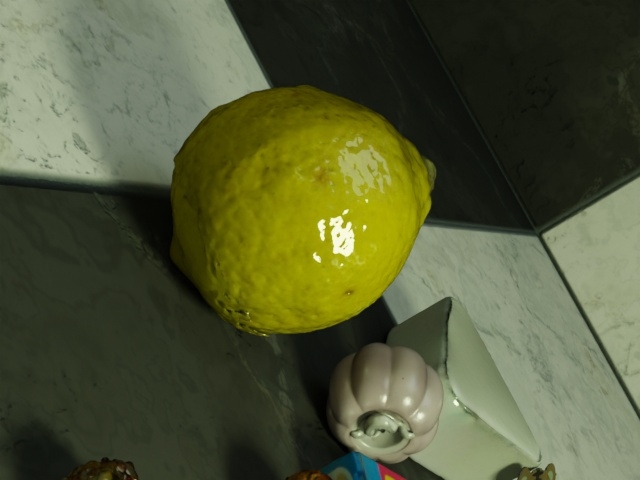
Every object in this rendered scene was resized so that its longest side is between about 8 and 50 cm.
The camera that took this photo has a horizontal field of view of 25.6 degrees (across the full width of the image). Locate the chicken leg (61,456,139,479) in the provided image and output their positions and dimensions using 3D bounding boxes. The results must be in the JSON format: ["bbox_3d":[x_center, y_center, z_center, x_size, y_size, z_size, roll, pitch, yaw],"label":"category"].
[{"bbox_3d":[-0.192,0.302,1.486,0.251,0.087,0.107,42,45,-51],"label":"chicken leg"}]

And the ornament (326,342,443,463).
[{"bbox_3d":[0.094,0.245,2.074,0.177,0.177,0.177,47,23,-27],"label":"ornament"}]

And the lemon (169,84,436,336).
[{"bbox_3d":[-0.026,-0.045,1.932,0.350,0.387,0.350,-17,90,-90],"label":"lemon"}]

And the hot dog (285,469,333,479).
[{"bbox_3d":[0.003,0.400,1.741,0.160,0.099,0.227,17,46,-60],"label":"hot dog"}]

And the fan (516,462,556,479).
[{"bbox_3d":[0.352,0.486,2.357,0.152,0.008,0.226,3,93,-56],"label":"fan"}]

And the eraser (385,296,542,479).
[{"bbox_3d":[0.207,0.265,2.338,0.331,0.150,0.331,50,20,-26],"label":"eraser"}]

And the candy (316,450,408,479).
[{"bbox_3d":[0.115,0.424,1.967,0.306,0.100,0.157,38,29,-44],"label":"candy"}]
